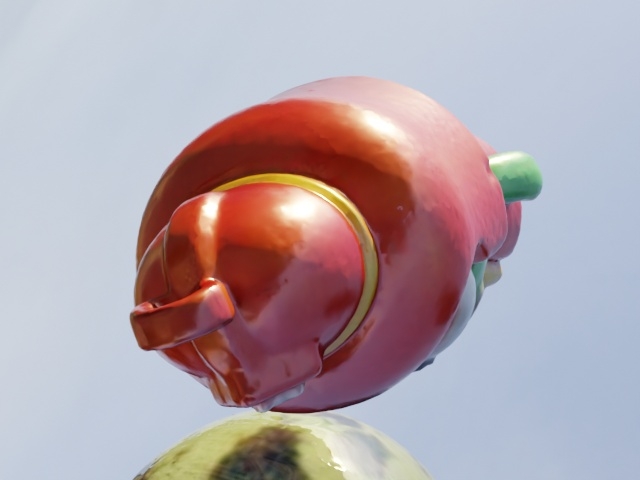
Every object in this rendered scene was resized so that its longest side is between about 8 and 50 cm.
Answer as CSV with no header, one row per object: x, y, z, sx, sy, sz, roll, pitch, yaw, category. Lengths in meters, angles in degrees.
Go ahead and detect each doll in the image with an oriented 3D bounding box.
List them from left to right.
0.000,0.001,0.739,0.183,0.160,0.363,-18,-175,22,doll

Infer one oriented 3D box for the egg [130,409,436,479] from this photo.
-0.046,0.348,1.189,0.345,0.345,0.427,-3,-118,61,egg
